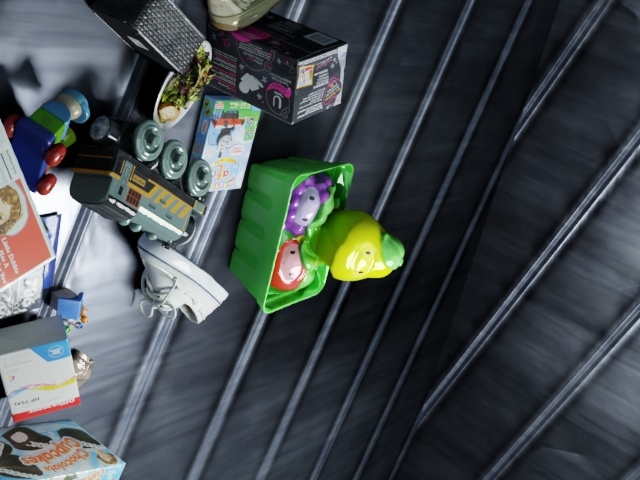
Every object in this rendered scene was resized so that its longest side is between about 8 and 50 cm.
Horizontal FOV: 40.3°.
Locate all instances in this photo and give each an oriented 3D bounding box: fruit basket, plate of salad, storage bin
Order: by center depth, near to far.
[{"bbox_3d":[-0.304,-0.384,1.547,0.084,0.122,0.180,-58,150,-7],"label":"storage bin"},{"bbox_3d":[-0.261,-0.298,1.712,0.200,0.048,0.200,-58,172,-13],"label":"plate of salad"},{"bbox_3d":[0.000,0.000,2.102,0.283,0.392,0.392,-18,129,-51],"label":"fruit basket"}]

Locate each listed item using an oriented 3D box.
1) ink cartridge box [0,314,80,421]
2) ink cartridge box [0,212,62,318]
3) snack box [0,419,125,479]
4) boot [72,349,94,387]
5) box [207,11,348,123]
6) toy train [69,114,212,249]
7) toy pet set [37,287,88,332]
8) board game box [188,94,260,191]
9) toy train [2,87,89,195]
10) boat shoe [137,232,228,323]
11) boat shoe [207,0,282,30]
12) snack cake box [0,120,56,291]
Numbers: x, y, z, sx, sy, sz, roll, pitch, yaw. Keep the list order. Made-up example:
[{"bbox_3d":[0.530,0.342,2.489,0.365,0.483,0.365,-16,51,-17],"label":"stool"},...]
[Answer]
[{"bbox_3d":[-0.549,0.267,1.705,0.134,0.078,0.231,-13,130,-19],"label":"ink cartridge box"},{"bbox_3d":[-0.585,0.060,1.539,0.332,0.065,0.165,-19,129,-51],"label":"ink cartridge box"},{"bbox_3d":[-0.571,0.443,1.755,0.322,0.187,0.060,10,106,-60],"label":"snack box"},{"bbox_3d":[-0.528,0.271,1.835,0.087,0.042,0.118,-62,152,-13],"label":"boot"},{"bbox_3d":[-0.091,-0.358,1.774,0.163,0.247,0.142,-30,139,-42],"label":"box"},{"bbox_3d":[-0.336,-0.108,1.676,0.334,0.142,0.190,38,65,-58],"label":"toy train"},{"bbox_3d":[-0.501,0.155,1.747,0.122,0.065,0.114,-17,128,-52],"label":"toy pet set"},{"bbox_3d":[-0.213,-0.212,1.918,0.160,0.039,0.212,-12,125,-54],"label":"board game box"},{"bbox_3d":[-0.482,-0.149,1.518,0.248,0.105,0.143,-52,-175,49],"label":"toy train"},{"bbox_3d":[-0.333,0.108,1.924,0.156,0.135,0.367,-53,159,-9],"label":"boat shoe"},{"bbox_3d":[-0.090,-0.549,1.745,0.341,0.121,0.110,-45,146,-27],"label":"boat shoe"},{"bbox_3d":[-0.550,-0.053,1.399,0.152,0.089,0.264,-40,128,-41],"label":"snack cake box"}]
